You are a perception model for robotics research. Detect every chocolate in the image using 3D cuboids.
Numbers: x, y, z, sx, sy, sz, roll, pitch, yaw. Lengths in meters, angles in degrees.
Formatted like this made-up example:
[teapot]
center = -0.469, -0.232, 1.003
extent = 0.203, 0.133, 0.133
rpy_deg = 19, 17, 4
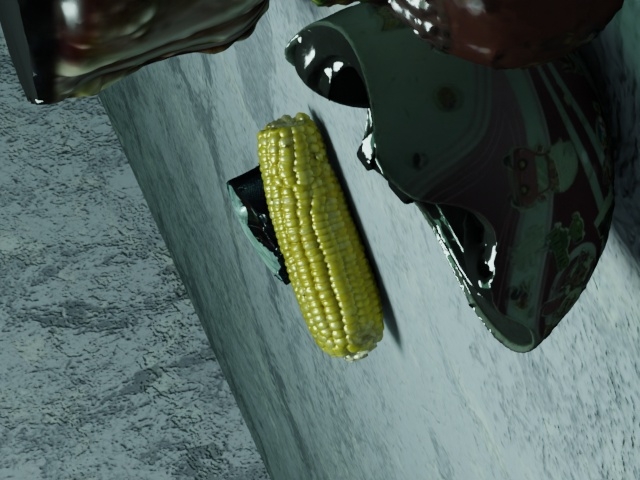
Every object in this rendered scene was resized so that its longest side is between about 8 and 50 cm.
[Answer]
[chocolate]
center = -0.124, -0.221, 1.262
extent = 0.340, 0.210, 0.225
rpy_deg = 148, 108, -79

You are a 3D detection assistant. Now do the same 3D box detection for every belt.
[belt]
center = -0.035, -0.019, 1.676
extent = 0.105, 0.058, 0.140
rpy_deg = 66, 169, -24

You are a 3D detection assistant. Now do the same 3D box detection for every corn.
[corn]
center = 0.000, 0.000, 1.491
extent = 0.067, 0.067, 0.206
rpy_deg = -152, 44, -76

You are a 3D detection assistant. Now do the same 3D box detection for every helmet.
[helmet]
center = 0.075, -0.046, 0.837
extent = 0.177, 0.107, 0.153
rpy_deg = 52, 179, -34

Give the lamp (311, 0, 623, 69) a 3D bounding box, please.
[lamp]
center = 0.047, -0.134, 0.686
extent = 0.157, 0.135, 0.156
rpy_deg = 153, 95, -79
